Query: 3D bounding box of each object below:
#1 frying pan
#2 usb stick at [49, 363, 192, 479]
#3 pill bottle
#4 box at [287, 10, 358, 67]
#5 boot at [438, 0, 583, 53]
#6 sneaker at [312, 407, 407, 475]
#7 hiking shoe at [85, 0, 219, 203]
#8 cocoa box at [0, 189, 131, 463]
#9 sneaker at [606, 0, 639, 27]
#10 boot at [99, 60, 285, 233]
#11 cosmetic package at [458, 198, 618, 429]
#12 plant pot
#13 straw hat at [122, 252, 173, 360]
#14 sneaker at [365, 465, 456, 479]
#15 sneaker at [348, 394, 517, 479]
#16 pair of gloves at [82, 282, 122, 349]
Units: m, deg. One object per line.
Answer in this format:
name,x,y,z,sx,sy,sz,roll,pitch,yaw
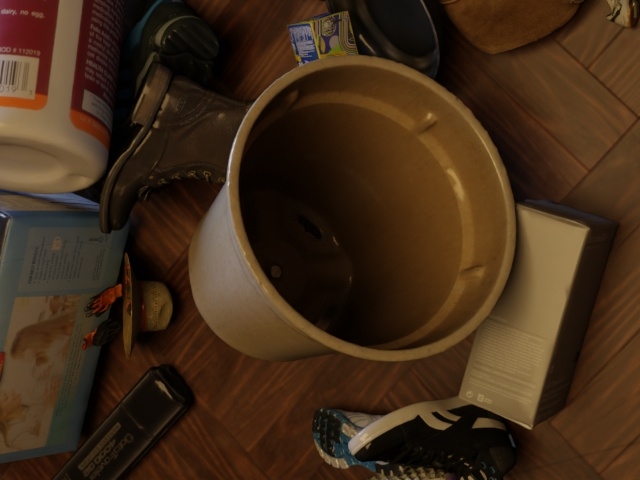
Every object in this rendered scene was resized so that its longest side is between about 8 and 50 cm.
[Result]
frying pan,0.042,-0.271,1.711,0.326,0.053,0.197,11,131,57
usb stick,-0.278,0.280,1.925,0.077,0.045,0.278,46,112,9
pill bottle,-0.359,-0.275,1.774,0.224,0.224,0.392,-6,69,27
box,0.017,-0.187,1.703,0.054,0.059,0.169,9,117,56
boot,0.282,-0.317,1.589,0.305,0.112,0.115,-26,112,22
sneaker,0.067,0.244,1.739,0.191,0.083,0.071,10,107,49
hiking shoe,-0.228,-0.183,1.851,0.304,0.113,0.132,-57,39,25
cocoa box,-0.438,0.097,1.874,0.228,0.231,0.347,21,102,32
sneaker,0.334,-0.277,1.570,0.037,0.032,0.083,23,133,32
boot,-0.143,-0.087,1.767,0.229,0.091,0.263,20,117,-12
cosmetic package,0.248,0.078,1.601,0.107,0.127,0.238,22,105,24
plant pot,0.000,0.000,1.596,0.305,0.334,0.334,-32,77,61
straw hat,-0.228,0.087,1.871,0.061,0.144,0.144,0,95,-14
sneaker,0.071,0.373,1.733,0.293,0.102,0.146,-31,87,29
sneaker,0.143,0.246,1.609,0.079,0.217,0.121,-51,59,47
pair of gloves,-0.289,0.103,1.879,0.010,0.074,0.083,20,118,26
